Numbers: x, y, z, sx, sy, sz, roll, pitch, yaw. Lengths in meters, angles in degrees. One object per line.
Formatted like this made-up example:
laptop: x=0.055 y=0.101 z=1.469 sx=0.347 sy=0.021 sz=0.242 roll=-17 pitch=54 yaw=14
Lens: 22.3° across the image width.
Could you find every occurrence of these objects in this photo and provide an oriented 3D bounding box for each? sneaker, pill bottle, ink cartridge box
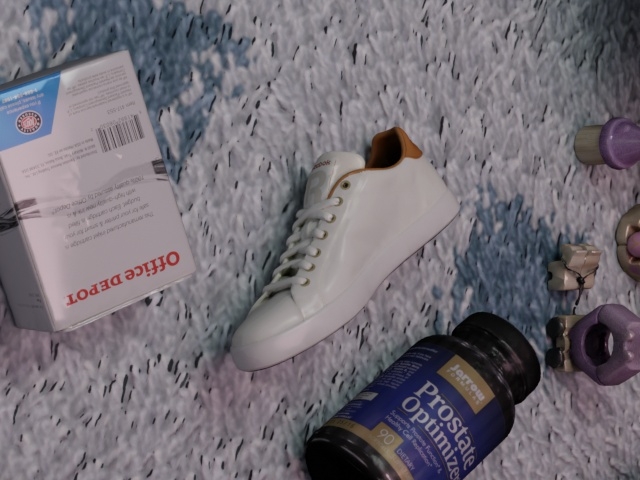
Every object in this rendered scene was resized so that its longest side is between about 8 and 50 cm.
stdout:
sneaker: x=0.000 y=0.000 z=1.433 sx=0.290 sy=0.106 sz=0.123 roll=-43 pitch=108 yaw=-39
pill bottle: x=0.099 y=0.163 z=1.483 sx=0.219 sy=0.123 sz=0.123 roll=-39 pitch=112 yaw=-30
ink cartridge box: x=-0.197 y=-0.040 z=1.289 sx=0.139 sy=0.082 sz=0.191 roll=-24 pitch=105 yaw=-34

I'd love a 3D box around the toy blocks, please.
toy blocks: x=0.429 y=0.003 z=1.644 sx=0.309 sy=0.260 sz=0.289 roll=1 pitch=90 yaw=-37
